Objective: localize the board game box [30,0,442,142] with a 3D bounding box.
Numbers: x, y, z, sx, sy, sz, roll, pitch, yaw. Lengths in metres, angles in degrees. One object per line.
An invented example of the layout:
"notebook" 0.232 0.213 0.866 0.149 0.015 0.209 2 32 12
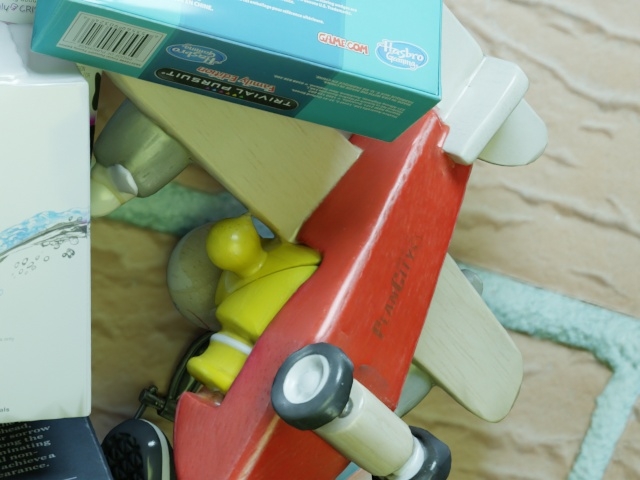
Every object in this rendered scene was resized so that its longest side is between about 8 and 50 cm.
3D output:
"board game box" -0.043 -0.255 1.199 0.254 0.079 0.336 13 64 -21

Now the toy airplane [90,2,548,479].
"toy airplane" 0.000 0.000 1.331 0.384 0.272 0.386 -20 102 -47

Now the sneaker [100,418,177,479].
"sneaker" -0.114 0.226 1.450 0.097 0.084 0.234 -27 130 -29

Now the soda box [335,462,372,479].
"soda box" -0.010 0.216 1.444 0.183 0.058 0.063 -35 132 -29

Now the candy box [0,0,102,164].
"candy box" -0.240 -0.120 1.289 0.159 0.071 0.233 4 108 -18

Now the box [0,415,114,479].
"box" -0.226 0.301 1.261 0.212 0.395 0.293 -12 111 -12

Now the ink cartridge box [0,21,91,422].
"ink cartridge box" -0.246 -0.015 1.190 0.168 0.171 0.232 -3 109 -16

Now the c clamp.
"c clamp" -0.072 0.140 1.464 0.161 0.022 0.137 22 98 -22
